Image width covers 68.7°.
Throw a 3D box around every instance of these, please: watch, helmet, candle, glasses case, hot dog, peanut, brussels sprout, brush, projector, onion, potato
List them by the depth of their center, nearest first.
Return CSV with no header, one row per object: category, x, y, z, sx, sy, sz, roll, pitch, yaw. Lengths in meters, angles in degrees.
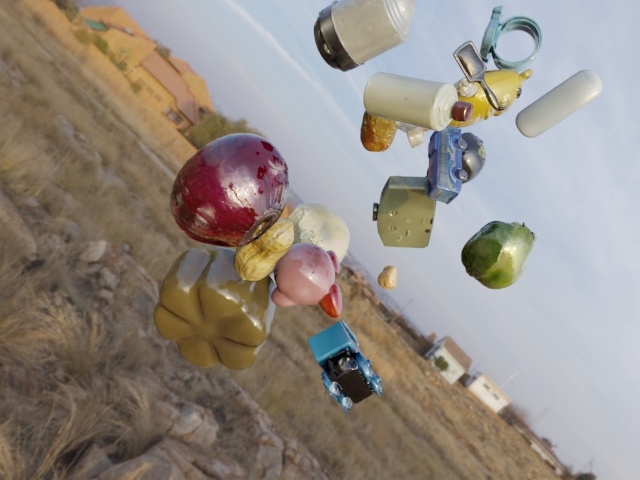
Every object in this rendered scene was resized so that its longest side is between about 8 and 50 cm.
brussels sprout,0.372,0.029,0.994,0.131,0.145,0.183,27,-5,22
glasses case,0.508,-0.291,1.005,0.067,0.179,0.045,57,23,5
brush,0.418,-0.428,1.229,0.193,0.063,0.016,53,0,-16
onion,-0.234,-0.141,1.257,0.281,0.337,0.260,60,-22,13
peanut,-0.179,0.027,1.492,0.147,0.305,0.146,27,42,-27
projector,0.265,-0.091,1.506,0.269,0.194,0.088,86,10,-46
candle,0.163,-0.705,1.513,0.221,0.343,0.221,26,57,-49
potato,0.235,0.128,1.620,0.068,0.083,0.062,20,-2,9
watch,0.668,-0.697,1.636,0.194,0.210,0.211,21,-7,15
helmet,0.629,-0.338,2.098,0.160,0.279,0.231,51,12,34
hot dog,0.270,-0.516,2.117,0.175,0.114,0.259,9,-31,-8

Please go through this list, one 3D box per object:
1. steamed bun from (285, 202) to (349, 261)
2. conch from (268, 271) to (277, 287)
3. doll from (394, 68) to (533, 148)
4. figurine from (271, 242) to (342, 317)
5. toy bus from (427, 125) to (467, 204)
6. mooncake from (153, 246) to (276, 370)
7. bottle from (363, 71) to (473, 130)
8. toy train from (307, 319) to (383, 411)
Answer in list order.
steamed bun,0.000,0.000,2.155,0.233,0.312,0.333,28,-58,49
conch,-0.193,0.180,2.024,0.183,0.275,0.148,30,-31,21
doll,0.445,-0.447,1.547,0.348,0.423,0.161,-13,81,-43
figurine,-0.040,0.113,1.665,0.211,0.262,0.269,103,-10,-51
toy bus,0.359,-0.223,1.340,0.094,0.236,0.079,17,-28,-17
mooncake,-0.390,0.260,1.749,0.467,0.467,0.262,47,33,-22
bottle,0.220,-0.307,1.046,0.245,0.104,0.104,26,-12,35
toy train,0.087,0.450,1.703,0.300,0.188,0.265,60,2,-47
